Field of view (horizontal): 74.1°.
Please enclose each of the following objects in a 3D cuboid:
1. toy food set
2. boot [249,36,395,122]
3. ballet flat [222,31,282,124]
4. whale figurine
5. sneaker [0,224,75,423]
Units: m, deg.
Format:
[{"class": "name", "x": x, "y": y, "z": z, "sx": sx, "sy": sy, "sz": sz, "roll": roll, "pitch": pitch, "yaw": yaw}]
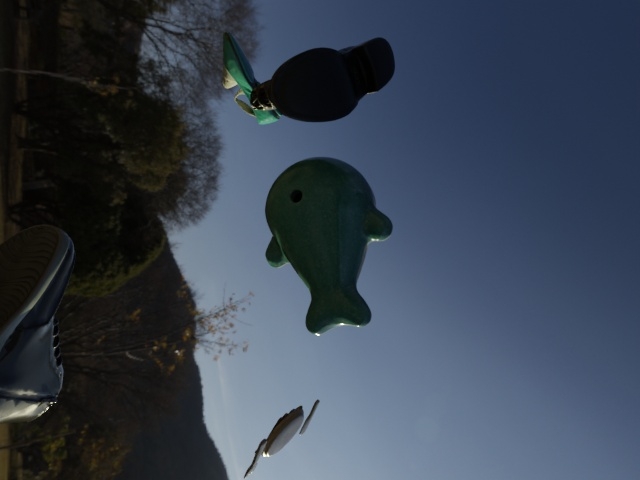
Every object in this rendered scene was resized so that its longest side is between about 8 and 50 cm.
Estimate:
[{"class": "toy food set", "x": -0.088, "y": 0.409, "z": 0.912, "sx": 0.038, "sy": 0.192, "sz": 0.133, "roll": 36, "pitch": -62, "yaw": 27}, {"class": "boot", "x": -0.034, "y": -0.230, "z": 0.655, "sx": 0.228, "sy": 0.263, "sz": 0.091, "roll": 5, "pitch": -61, "yaw": 44}, {"class": "ballet flat", "x": -0.189, "y": -0.383, "z": 1.049, "sx": 0.087, "sy": 0.247, "sz": 0.083, "roll": -23, "pitch": -135, "yaw": 14}, {"class": "whale figurine", "x": 0.000, "y": 0.000, "z": 0.643, "sx": 0.216, "sy": 0.141, "sz": 0.272, "roll": -13, "pitch": -109, "yaw": 21}, {"class": "sneaker", "x": -0.315, "y": 0.093, "z": 0.458, "sx": 0.083, "sy": 0.118, "sz": 0.222, "roll": 25, "pitch": -99, "yaw": 19}]
